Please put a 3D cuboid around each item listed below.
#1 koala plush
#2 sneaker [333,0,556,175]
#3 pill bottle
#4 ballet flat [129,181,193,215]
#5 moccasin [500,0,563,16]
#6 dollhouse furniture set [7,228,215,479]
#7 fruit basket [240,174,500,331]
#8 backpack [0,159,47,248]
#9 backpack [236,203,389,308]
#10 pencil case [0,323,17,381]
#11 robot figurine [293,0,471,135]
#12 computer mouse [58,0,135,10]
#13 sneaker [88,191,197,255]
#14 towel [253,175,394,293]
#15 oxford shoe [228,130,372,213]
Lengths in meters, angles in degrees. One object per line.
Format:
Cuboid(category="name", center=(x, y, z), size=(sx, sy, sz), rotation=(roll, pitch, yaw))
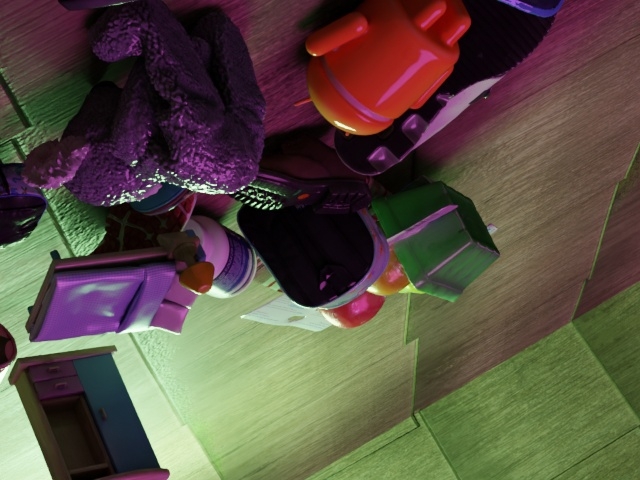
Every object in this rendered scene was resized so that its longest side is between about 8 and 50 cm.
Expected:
Cuboid(category="koala plush", center=(-0.183, -0.105, 1.430), size=(0.221, 0.203, 0.196), rotation=(-28, 164, 26))
Cuboid(category="sneaker", center=(0.158, -0.218, 1.791), size=(0.330, 0.122, 0.146), rotation=(-39, 178, 15))
Cuboid(category="pill bottle", center=(-0.155, 0.019, 1.879), size=(0.094, 0.094, 0.169), rotation=(-35, 161, 8))
Cuboid(category="ballet flat", center=(-0.142, -0.110, 1.632), size=(0.079, 0.077, 0.221), rotation=(-21, 156, -51))
Cuboid(category="moccasin", center=(0.113, -0.325, 1.388), size=(0.342, 0.137, 0.117), rotation=(13, 107, -39))
Cuboid(category="dollhouse furniture set", center=(-0.272, 0.150, 1.636), size=(0.286, 0.198, 0.303), rotation=(-6, 143, -36))
Cuboid(category="fruit basket", center=(0.081, 0.038, 2.168), size=(0.353, 0.165, 0.327), rotation=(-24, 165, 17))
Cuboid(category="backpack", center=(-0.346, -0.041, 1.455), size=(0.114, 0.084, 0.105), rotation=(-6, 149, -42))
Cuboid(category="backpack", center=(0.000, 0.000, 1.929), size=(0.166, 0.188, 0.144), rotation=(-36, 160, 8))
Cuboid(category="pencil case", center=(-0.471, 0.185, 1.815), size=(0.098, 0.095, 0.209), rotation=(9, 136, -35))
Cuboid(category="robot figurine", center=(0.070, -0.210, 1.626), size=(0.219, 0.128, 0.158), rotation=(-44, 173, 27))
Cuboid(category="computer mouse", center=(-0.108, -0.263, 1.260), size=(0.272, 0.072, 0.188), rotation=(-16, -164, -24))
Cuboid(category="sneaker", center=(-0.226, -0.008, 1.754), size=(0.225, 0.088, 0.093), rotation=(-45, 179, 30))
Cuboid(category="towel", center=(0.023, 0.001, 2.204), size=(0.237, 0.037, 0.329), rotation=(-37, 162, 8))
Cuboid(category="oxford shoe", center=(-0.045, -0.092, 1.815), size=(0.227, 0.096, 0.083), rotation=(5, 156, -33))
